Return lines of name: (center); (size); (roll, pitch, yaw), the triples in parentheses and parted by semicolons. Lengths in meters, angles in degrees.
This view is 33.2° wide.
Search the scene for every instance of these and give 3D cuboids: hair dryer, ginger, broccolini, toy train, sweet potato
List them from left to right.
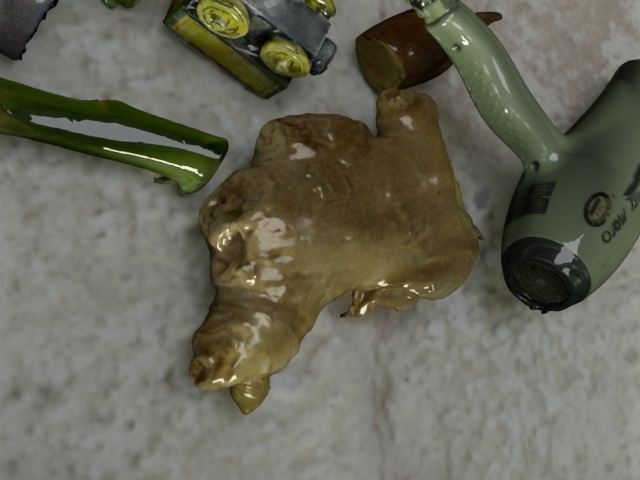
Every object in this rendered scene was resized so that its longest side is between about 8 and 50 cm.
broccolini: (-0.235, -0.060, 0.524); (0.392, 0.074, 0.079); (13, 29, -24)
toy train: (-0.081, -0.154, 0.612); (0.202, 0.081, 0.060); (34, 64, -22)
ginger: (-0.001, -0.005, 0.612); (0.213, 0.074, 0.137); (-28, 89, -23)
sweet potato: (0.076, -0.131, 0.697); (0.117, 0.049, 0.049); (-25, 87, -29)
hair dryer: (0.159, -0.090, 0.701); (0.219, 0.088, 0.225); (-29, 97, -44)

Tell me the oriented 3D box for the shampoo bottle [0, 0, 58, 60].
shampoo bottle: (-0.233, -0.173, 0.547); (0.214, 0.072, 0.072); (31, 65, -16)
